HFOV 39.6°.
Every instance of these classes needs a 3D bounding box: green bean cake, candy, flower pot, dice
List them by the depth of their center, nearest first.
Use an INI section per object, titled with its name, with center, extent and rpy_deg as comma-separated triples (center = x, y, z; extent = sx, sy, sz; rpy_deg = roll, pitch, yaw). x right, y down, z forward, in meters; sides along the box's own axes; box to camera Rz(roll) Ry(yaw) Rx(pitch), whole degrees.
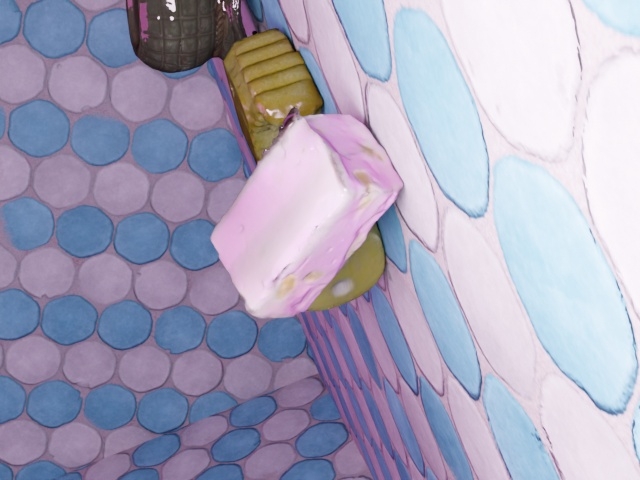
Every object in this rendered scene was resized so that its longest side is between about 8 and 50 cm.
[candy]
center = -0.026, -0.032, 1.178
extent = 0.265, 0.116, 0.155
rpy_deg = -52, 58, 33
[dice]
center = 0.000, 0.000, 1.436
extent = 0.169, 0.169, 0.166
rpy_deg = 78, 169, -50
[green bean cake]
center = -0.073, -0.217, 1.551
extent = 0.236, 0.124, 0.233
rpy_deg = 79, 168, -53
[flower pot]
center = -0.269, -0.488, 1.754
extent = 0.302, 0.213, 0.302
rpy_deg = 173, 90, -72

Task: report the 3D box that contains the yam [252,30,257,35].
[yam]
center = -0.121, -0.391, 1.872
extent = 0.014, 0.014, 0.107
rpy_deg = -154, 44, -80

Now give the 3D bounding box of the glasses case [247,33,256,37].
[glasses case]
center = -0.115, -0.326, 1.834
extent = 0.196, 0.050, 0.083
rpy_deg = 71, 165, -8
